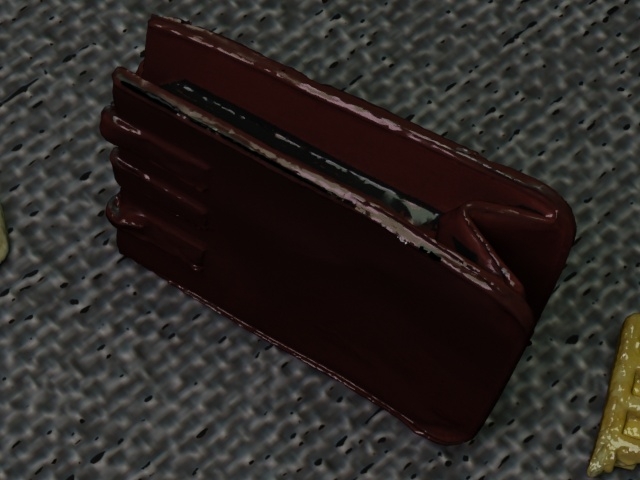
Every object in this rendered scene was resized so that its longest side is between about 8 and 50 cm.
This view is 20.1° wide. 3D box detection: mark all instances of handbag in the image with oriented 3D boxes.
[{"bbox_3d":[0.001,-0.001,1.069,0.276,0.260,0.084,28,69,9],"label":"handbag"}]

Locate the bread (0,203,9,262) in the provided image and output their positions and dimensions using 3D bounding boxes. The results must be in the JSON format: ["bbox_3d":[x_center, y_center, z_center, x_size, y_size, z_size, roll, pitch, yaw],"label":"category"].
[{"bbox_3d":[-0.335,-0.001,1.157,0.251,0.039,0.181,26,66,6],"label":"bread"}]

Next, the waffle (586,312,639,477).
[{"bbox_3d":[0.275,0.123,1.160,0.191,0.032,0.125,17,64,4],"label":"waffle"}]
